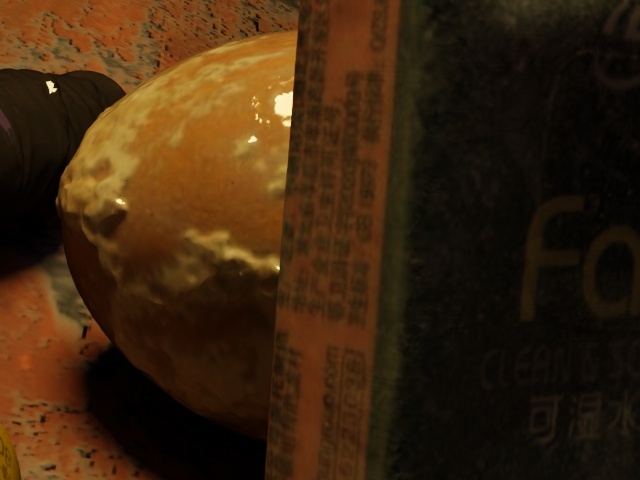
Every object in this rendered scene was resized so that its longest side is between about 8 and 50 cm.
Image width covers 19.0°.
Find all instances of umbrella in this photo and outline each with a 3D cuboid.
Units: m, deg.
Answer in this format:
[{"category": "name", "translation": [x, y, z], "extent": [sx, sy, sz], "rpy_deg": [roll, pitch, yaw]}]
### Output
[{"category": "umbrella", "translation": [-0.183, -0.024, 0.881], "extent": [0.113, 0.106, 0.357], "rpy_deg": [37, 20, 9]}]

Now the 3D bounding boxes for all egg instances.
[{"category": "egg", "translation": [0.000, 0.000, 0.842], "extent": [0.233, 0.195, 0.195], "rpy_deg": [20, 25, -10]}]

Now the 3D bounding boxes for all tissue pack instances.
[{"category": "tissue pack", "translation": [0.087, 0.027, 0.718], "extent": [0.228, 0.316, 0.103], "rpy_deg": [-1, 7, -41]}]

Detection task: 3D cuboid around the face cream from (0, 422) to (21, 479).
[{"category": "face cream", "translation": [-0.132, 0.164, 0.500], "extent": [0.105, 0.105, 0.349], "rpy_deg": [15, 25, -15]}]
